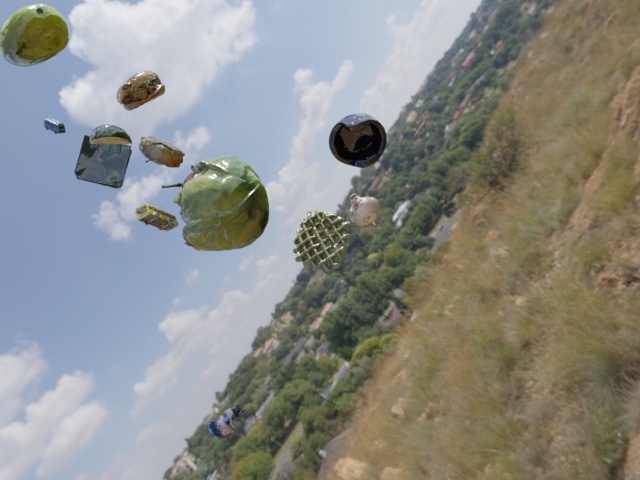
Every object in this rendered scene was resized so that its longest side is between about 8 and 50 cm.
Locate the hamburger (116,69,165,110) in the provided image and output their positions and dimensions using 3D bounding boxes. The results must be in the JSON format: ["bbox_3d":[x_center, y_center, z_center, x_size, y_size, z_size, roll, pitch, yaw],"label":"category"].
[{"bbox_3d":[-0.919,-0.757,2.262,0.243,0.146,0.286,-27,25,18],"label":"hamburger"}]

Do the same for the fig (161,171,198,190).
[{"bbox_3d":[-0.610,-0.260,2.185,0.186,0.249,0.204,52,-126,-57],"label":"fig"}]

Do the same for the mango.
[{"bbox_3d":[-0.970,-0.677,1.495,0.273,0.149,0.185,-26,14,15],"label":"mango"}]

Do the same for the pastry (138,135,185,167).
[{"bbox_3d":[-0.536,-0.301,1.503,0.153,0.153,0.081,-55,-15,-74],"label":"pastry"}]

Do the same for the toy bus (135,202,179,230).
[{"bbox_3d":[-0.758,-0.103,2.083,0.081,0.074,0.226,-26,-19,12],"label":"toy bus"}]

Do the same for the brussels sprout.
[{"bbox_3d":[-0.406,-0.153,1.952,0.342,0.360,0.426,-27,-63,-57],"label":"brussels sprout"}]

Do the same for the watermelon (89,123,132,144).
[{"bbox_3d":[-0.970,-0.490,2.046,0.092,0.181,0.075,136,127,-72],"label":"watermelon"}]

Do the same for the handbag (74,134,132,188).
[{"bbox_3d":[-1.180,-0.430,2.423,0.079,0.247,0.260,152,128,-69],"label":"handbag"}]

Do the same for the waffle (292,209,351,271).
[{"bbox_3d":[0.000,0.000,2.151,0.056,0.309,0.292,23,-96,-59],"label":"waffle"}]

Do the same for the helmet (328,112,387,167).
[{"bbox_3d":[0.140,-0.378,1.667,0.193,0.215,0.189,-80,-24,-58],"label":"helmet"}]

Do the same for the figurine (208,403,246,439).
[{"bbox_3d":[-0.300,0.588,1.454,0.136,0.077,0.079,-45,-8,1],"label":"figurine"}]

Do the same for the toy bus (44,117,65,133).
[{"bbox_3d":[-1.065,-0.459,1.786,0.038,0.083,0.046,-35,-34,-59],"label":"toy bus"}]

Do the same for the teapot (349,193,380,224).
[{"bbox_3d":[0.226,-0.137,2.219,0.159,0.116,0.245,-43,-35,-5],"label":"teapot"}]
